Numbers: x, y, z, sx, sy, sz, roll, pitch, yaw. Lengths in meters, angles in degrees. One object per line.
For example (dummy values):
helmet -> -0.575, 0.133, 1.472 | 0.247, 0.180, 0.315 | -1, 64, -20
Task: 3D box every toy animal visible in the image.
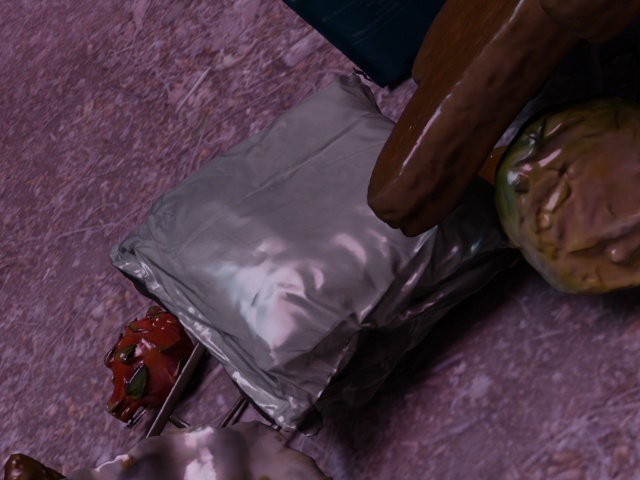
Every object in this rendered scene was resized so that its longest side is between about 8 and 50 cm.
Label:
toy animal -> 0.235, -0.182, 1.300 | 0.367, 0.081, 0.206 | 143, 135, -63

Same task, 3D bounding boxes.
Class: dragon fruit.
dragon fruit -> -0.166, 0.123, 1.538 | 0.086, 0.081, 0.116 | 4, 64, 56

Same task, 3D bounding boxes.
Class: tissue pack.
tissue pack -> 0.098, -0.305, 1.538 | 0.271, 0.192, 0.134 | -35, 36, 23

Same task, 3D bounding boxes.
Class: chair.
chair -> -0.128, 0.205, 1.393 | 0.221, 0.095, 0.104 | -58, 20, -9

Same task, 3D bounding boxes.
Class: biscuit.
biscuit -> 0.175, -0.186, 1.172 | 0.394, 0.076, 0.368 | -51, 12, 39

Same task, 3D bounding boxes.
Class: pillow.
pillow -> 0.000, 0.000, 1.357 | 0.283, 0.138, 0.310 | -41, 46, -9

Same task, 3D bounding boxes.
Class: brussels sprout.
brussels sprout -> 0.205, -0.037, 1.194 | 0.149, 0.151, 0.122 | -63, -1, 12

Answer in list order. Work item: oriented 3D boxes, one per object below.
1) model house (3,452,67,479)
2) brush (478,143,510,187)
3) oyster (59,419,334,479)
model house -> -0.222, 0.312, 1.270 | 0.229, 0.199, 0.219 | -57, 13, -9
brush -> 0.052, -0.035, 1.481 | 0.336, 0.020, 0.085 | -11, 50, 46
oyster -> -0.103, 0.281, 1.146 | 0.238, 0.115, 0.351 | -4, 58, 3
